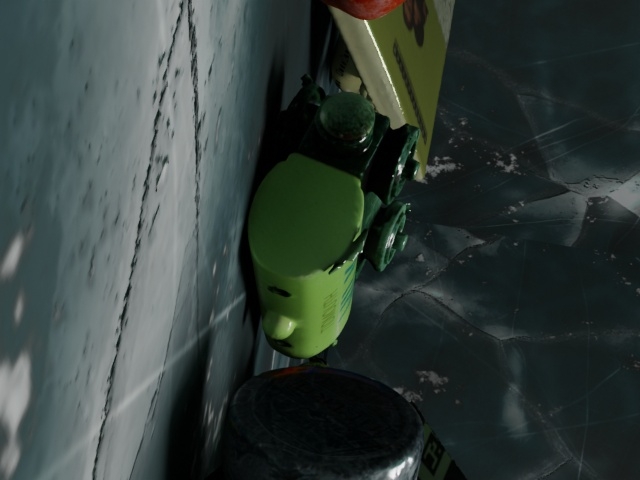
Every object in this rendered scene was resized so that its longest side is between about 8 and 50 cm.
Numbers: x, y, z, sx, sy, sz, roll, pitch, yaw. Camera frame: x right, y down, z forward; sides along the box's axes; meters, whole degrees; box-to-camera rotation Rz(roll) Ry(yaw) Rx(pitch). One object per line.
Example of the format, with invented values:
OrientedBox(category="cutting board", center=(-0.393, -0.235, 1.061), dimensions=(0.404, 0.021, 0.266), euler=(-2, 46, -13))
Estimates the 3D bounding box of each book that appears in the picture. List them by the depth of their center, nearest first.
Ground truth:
OrientedBox(category="book", center=(0.079, -0.261, 0.931), dimensions=(0.239, 0.035, 0.352), euler=(60, 32, -44))

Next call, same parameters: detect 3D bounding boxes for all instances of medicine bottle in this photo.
OrientedBox(category="medicine bottle", center=(-0.015, 0.218, 0.553), dimensions=(0.141, 0.141, 0.293), euler=(-73, 171, -68))

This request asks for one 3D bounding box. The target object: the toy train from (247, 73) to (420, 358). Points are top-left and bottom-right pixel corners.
OrientedBox(category="toy train", center=(0.000, 0.000, 0.708), dimensions=(0.253, 0.105, 0.157), euler=(92, 22, -70))

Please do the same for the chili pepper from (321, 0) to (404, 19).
OrientedBox(category="chili pepper", center=(0.030, -0.196, 0.678), dimensions=(0.086, 0.084, 0.192), euler=(-64, 172, -1))

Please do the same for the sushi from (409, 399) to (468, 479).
OrientedBox(category="sushi", center=(0.044, 0.239, 0.651), dimensions=(0.192, 0.050, 0.215), euler=(-68, -153, 19))

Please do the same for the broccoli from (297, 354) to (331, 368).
OrientedBox(category="broccoli", center=(-0.007, 0.160, 0.770), dimensions=(0.130, 0.120, 0.131), euler=(-60, -152, -3))

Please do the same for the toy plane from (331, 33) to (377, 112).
OrientedBox(category="toy plane", center=(0.055, -0.215, 1.050), dimensions=(0.244, 0.092, 0.229), euler=(82, 3, -71))
